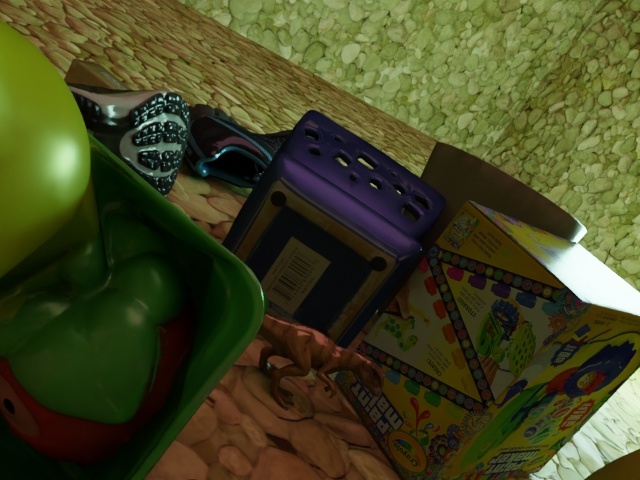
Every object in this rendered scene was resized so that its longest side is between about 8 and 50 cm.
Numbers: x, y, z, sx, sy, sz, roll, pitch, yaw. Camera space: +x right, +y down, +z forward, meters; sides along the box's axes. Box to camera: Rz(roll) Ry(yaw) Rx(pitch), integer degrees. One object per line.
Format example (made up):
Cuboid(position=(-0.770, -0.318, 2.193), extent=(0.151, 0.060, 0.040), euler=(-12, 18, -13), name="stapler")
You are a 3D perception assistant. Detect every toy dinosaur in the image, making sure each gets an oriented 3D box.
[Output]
Cuboid(position=(-0.032, 0.110, 0.695), extent=(0.212, 0.112, 0.064), euler=(30, 21, -11), name="toy dinosaur")

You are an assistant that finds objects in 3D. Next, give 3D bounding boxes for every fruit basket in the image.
Cuboid(position=(-0.224, 0.000, 0.387), extent=(0.392, 0.283, 0.392), euler=(37, 5, -4), name="fruit basket")

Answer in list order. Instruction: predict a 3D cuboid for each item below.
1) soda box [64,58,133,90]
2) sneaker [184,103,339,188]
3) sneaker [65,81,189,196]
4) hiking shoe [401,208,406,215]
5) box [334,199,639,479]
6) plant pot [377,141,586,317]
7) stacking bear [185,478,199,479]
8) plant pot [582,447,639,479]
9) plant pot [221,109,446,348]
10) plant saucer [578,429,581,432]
Cuboid(position=(-0.340, -0.225, 1.072), extent=(0.181, 0.061, 0.058), euler=(38, 21, 12), name="soda box")
Cuboid(position=(-0.102, -0.135, 1.182), extent=(0.341, 0.125, 0.139), euler=(8, 38, -33), name="sneaker")
Cuboid(position=(-0.318, -0.149, 0.842), extent=(0.182, 0.158, 0.410), euler=(21, 10, 17), name="sneaker")
Cuboid(position=(0.265, 0.045, 1.197), extent=(0.304, 0.132, 0.113), euler=(51, 55, -8), name="hiking shoe")
Cuboid(position=(0.228, 0.137, 0.797), extent=(0.290, 0.279, 0.177), euler=(13, 28, -44), name="box")
Cuboid(position=(0.212, 0.033, 0.989), extent=(0.257, 0.274, 0.256), euler=(32, 5, -3), name="plant pot")
Cuboid(position=(-0.058, 0.238, 0.308), extent=(0.175, 0.164, 0.289), euler=(31, 15, -10), name="stacking bear")
Cuboid(position=(0.426, 0.360, 0.674), extent=(0.254, 0.254, 0.239), euler=(23, 37, -29), name="plant pot")
Cuboid(position=(0.000, 0.000, 0.849), extent=(0.236, 0.236, 0.212), euler=(34, 26, -2), name="plant pot")
Cuboid(position=(0.399, 0.295, 1.089), extent=(0.083, 0.015, 0.083), euler=(30, 20, -12), name="plant saucer")
